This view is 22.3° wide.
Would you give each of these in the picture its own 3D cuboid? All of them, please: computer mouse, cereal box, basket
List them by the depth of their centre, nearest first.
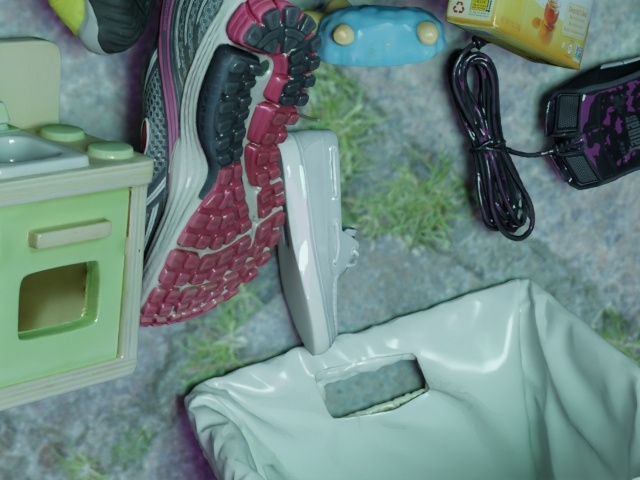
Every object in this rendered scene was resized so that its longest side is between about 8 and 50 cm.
[{"bbox_3d":[0.170,-0.259,1.202,0.173,0.047,0.240,8,95,-59],"label":"cereal box"},{"bbox_3d":[0.106,0.240,1.281,0.328,0.331,0.266,-18,119,-14],"label":"basket"},{"bbox_3d":[0.224,-0.130,1.341,0.262,0.060,0.184,-24,108,-7],"label":"computer mouse"}]

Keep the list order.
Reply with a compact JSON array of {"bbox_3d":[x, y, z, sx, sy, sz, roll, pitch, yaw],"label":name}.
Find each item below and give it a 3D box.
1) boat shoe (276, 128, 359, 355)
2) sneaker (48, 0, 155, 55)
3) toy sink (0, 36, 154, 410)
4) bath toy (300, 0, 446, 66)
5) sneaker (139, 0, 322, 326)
[{"bbox_3d":[0.000,0.000,1.301,0.063,0.066,0.184,-13,100,-17],"label":"boat shoe"},{"bbox_3d":[-0.223,-0.296,1.096,0.147,0.145,0.384,-12,120,20],"label":"sneaker"},{"bbox_3d":[-0.215,-0.014,1.149,0.153,0.131,0.234,-12,114,-46],"label":"toy sink"},{"bbox_3d":[0.041,-0.306,1.172,0.151,0.129,0.348,7,106,-2],"label":"bath toy"},{"bbox_3d":[-0.088,-0.065,1.222,0.121,0.112,0.299,-14,132,-45],"label":"sneaker"}]
